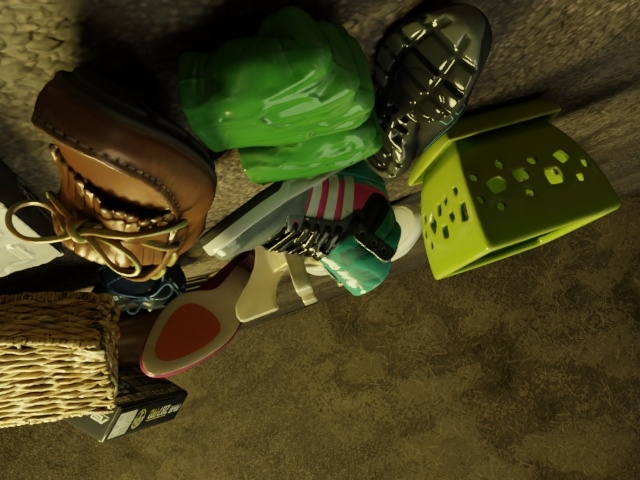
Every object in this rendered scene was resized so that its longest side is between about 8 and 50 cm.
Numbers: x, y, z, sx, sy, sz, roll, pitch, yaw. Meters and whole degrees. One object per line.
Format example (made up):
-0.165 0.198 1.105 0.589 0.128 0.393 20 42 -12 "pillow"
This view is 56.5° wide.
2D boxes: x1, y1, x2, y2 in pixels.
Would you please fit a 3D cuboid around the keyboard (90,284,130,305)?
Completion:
-0.395 0.104 1.197 0.108 0.023 0.180 -9 167 -16 "keyboard"

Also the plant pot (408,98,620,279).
0.276 -0.083 0.936 0.228 0.207 0.227 -16 168 -13 "plant pot"

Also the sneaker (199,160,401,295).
0.000 0.000 0.760 0.296 0.178 0.124 -32 -177 -40 "sneaker"

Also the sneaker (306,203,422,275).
0.076 0.007 1.270 0.305 0.114 0.152 -23 169 18 "sneaker"

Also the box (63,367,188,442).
-0.540 0.348 1.458 0.097 0.318 0.395 -61 169 -3 "box"

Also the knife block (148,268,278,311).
-0.261 0.139 1.419 0.242 0.088 0.276 -22 169 16 "knife block"

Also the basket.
-0.482 0.146 0.943 0.299 0.223 0.213 -5 132 -12 "basket"

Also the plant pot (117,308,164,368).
-0.430 0.243 1.492 0.165 0.166 0.167 -7 166 -14 "plant pot"

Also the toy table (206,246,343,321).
-0.051 0.029 1.056 0.274 0.160 0.252 -22 169 9 "toy table"

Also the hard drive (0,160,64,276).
-0.451 0.015 0.569 0.339 0.064 0.237 -17 169 -13 "hard drive"

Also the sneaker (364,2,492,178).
0.112 -0.165 0.631 0.106 0.101 0.267 -39 175 -20 "sneaker"

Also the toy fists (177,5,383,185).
-0.018 -0.122 0.553 0.142 0.096 0.279 -8 171 8 "toy fists"

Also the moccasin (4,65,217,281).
-0.187 -0.031 0.553 0.147 0.139 0.380 -57 -173 -16 "moccasin"

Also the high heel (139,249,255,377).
-0.211 0.146 1.152 0.377 0.127 0.181 -41 176 -40 "high heel"

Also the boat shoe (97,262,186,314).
-0.294 0.078 1.061 0.109 0.089 0.258 -22 168 12 "boat shoe"
